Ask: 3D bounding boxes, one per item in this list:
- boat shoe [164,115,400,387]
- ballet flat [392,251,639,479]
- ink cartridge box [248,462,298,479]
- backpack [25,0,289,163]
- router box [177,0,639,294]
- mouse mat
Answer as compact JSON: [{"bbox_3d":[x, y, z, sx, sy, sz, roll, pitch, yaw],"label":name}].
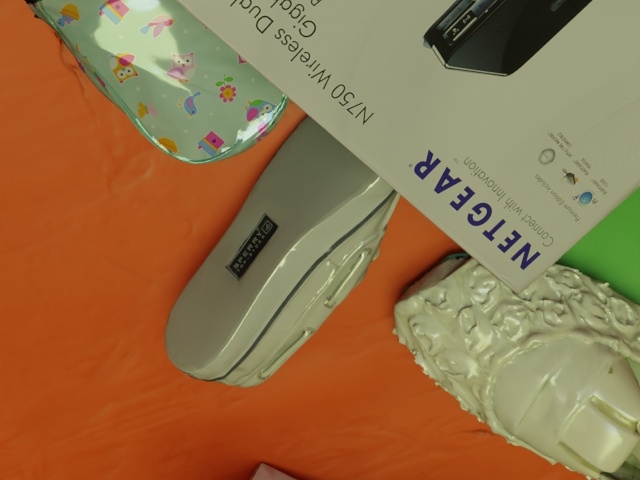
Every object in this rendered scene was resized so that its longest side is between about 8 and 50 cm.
[{"bbox_3d":[0.000,0.000,0.754,0.088,0.096,0.267,29,99,-46],"label":"boat shoe"},{"bbox_3d":[0.246,0.139,0.796,0.409,0.147,0.147,28,111,-15],"label":"ballet flat"},{"bbox_3d":[0.010,0.350,0.819,0.270,0.197,0.198,24,113,7],"label":"ink cartridge box"},{"bbox_3d":[-0.098,-0.136,0.672,0.152,0.115,0.182,-32,115,9],"label":"backpack"},{"bbox_3d":[0.115,-0.166,0.579,0.301,0.082,0.335,-45,127,12],"label":"router box"},{"bbox_3d":[0.234,0.013,0.811,0.152,0.007,0.190,-9,116,3],"label":"mouse mat"}]
